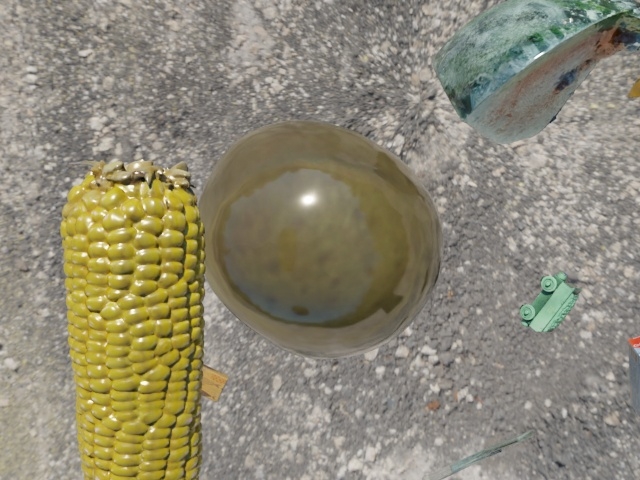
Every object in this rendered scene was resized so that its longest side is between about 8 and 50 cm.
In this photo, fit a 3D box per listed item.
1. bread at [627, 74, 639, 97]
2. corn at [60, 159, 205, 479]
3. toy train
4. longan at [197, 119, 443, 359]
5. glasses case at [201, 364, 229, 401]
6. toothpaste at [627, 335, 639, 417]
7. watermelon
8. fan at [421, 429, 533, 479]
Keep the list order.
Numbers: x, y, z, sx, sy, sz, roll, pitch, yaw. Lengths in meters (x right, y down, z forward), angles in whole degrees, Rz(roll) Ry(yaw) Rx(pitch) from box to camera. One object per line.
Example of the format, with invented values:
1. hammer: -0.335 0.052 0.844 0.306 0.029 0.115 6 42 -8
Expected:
1. bread: 0.721 -0.310 1.299 0.084 0.080 0.109 -22 56 -18
2. corn: -0.140 0.091 0.476 0.106 0.106 0.305 3 97 9
3. toy train: 0.580 0.162 1.578 0.099 0.070 0.172 45 115 36
4. longan: 0.000 0.000 0.891 0.361 0.361 0.361 2 103 9
5. glasses case: -0.296 0.300 1.423 0.170 0.041 0.064 26 97 -1
6. toothpaste: 0.637 0.260 1.200 0.070 0.044 0.193 -19 124 4
7. watermelon: 0.288 -0.223 0.883 0.320 0.289 0.213 5 131 39
8. fan: 0.304 0.432 1.229 0.282 0.057 0.023 -44 63 39
